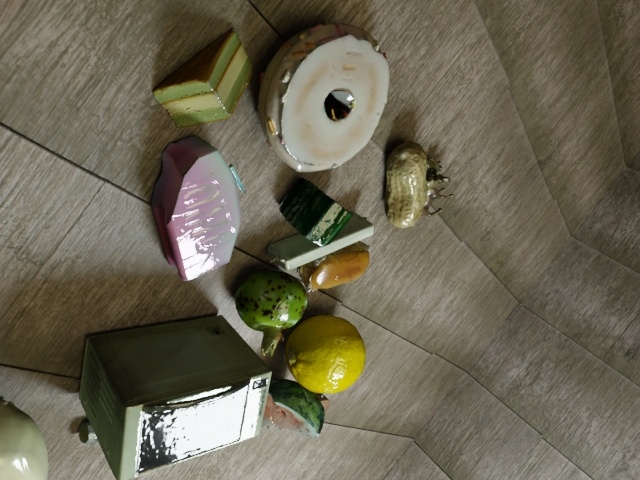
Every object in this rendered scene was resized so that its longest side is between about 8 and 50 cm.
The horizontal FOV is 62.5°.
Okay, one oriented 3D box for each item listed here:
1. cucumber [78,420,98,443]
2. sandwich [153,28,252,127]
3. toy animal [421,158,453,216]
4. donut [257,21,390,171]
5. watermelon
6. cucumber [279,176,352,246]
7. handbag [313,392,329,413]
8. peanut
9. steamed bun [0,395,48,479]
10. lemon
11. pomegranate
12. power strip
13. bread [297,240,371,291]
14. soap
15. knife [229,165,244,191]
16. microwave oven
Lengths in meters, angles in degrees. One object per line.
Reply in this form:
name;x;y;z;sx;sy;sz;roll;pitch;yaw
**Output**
cucumber;-0.616;0.535;1.485;0.112;0.064;0.064;14;110;-50
sandwich;-0.254;-0.360;1.170;0.117;0.144;0.187;61;38;-49
toy animal;0.391;-0.175;1.863;0.186;0.093;0.214;14;118;-39
donut;0.006;-0.356;1.316;0.383;0.142;0.382;-26;135;-29
watermelon;-0.111;0.569;1.805;0.224;0.305;0.180;16;76;-46
cucumber;-0.001;-0.078;1.503;0.130;0.191;0.191;-49;142;12
handbag;-0.059;0.675;2.113;0.193;0.072;0.151;2;118;-42
peanut;0.281;-0.186;1.720;0.159;0.143;0.291;-58;151;-51
steamed bun;-0.789;0.501;1.160;0.334;0.233;0.312;-16;132;-24
lemon;0.019;0.388;1.807;0.293;0.293;0.293;-25;134;-28
pomegranate;-0.142;0.204;1.542;0.211;0.263;0.211;-7;158;-3
power strip;0.000;0.000;1.615;0.367;0.106;0.043;-22;129;-30
bread;0.051;0.077;1.725;0.241;0.107;0.136;-11;129;-38
soap;-0.296;-0.079;1.273;0.193;0.109;0.323;-26;134;-27
knife;-0.216;-0.158;1.366;0.014;0.005;0.091;-40;140;-15
microwave oven;-0.379;0.401;1.388;0.394;0.333;0.247;-3;118;-41
